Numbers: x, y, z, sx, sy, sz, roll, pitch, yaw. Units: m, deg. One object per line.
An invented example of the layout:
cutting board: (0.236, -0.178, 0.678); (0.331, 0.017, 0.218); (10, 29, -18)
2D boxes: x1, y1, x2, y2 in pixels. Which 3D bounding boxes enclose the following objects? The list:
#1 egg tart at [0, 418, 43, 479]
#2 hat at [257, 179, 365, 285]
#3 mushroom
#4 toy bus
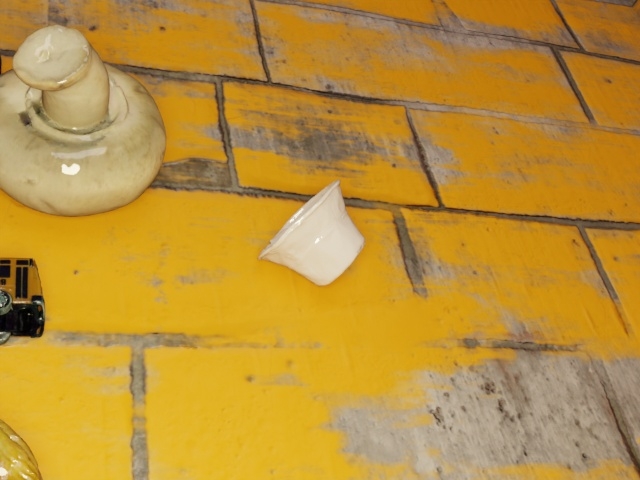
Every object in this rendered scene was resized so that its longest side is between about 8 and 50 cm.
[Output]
egg tart: (-0.489, 0.343, 0.939); (0.352, 0.150, 0.352); (9, 52, -12)
hat: (0.000, 0.000, 1.459); (0.126, 0.203, 0.203); (44, 46, -5)
mushroom: (-0.422, -0.172, 1.366); (0.315, 0.315, 0.356); (26, 11, -1)
toy bus: (-0.508, 0.084, 1.202); (0.201, 0.098, 0.114); (1, 49, -20)
